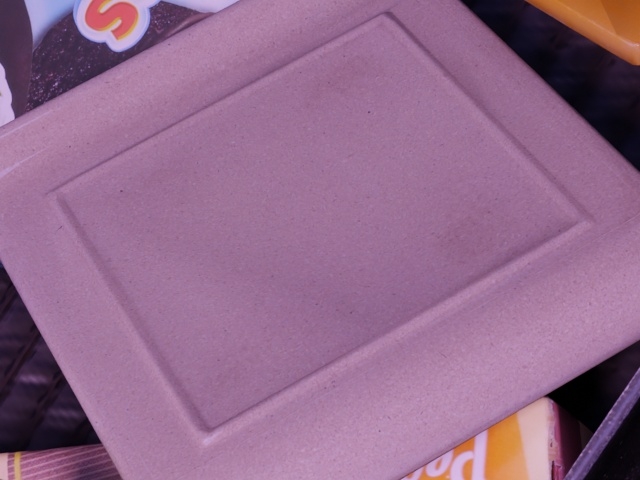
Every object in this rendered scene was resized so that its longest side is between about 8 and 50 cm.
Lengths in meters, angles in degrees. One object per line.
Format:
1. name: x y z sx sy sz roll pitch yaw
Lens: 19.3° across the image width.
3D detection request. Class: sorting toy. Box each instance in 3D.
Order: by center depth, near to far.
1. sorting toy: 0.000 0.000 0.607 0.348 0.047 0.196 -29 49 -9

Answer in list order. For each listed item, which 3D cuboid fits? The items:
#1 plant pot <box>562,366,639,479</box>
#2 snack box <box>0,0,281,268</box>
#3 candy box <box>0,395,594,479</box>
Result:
1. plant pot: 0.178 0.098 0.493 0.187 0.167 0.188 33 89 28
2. snack box: -0.070 -0.141 0.737 0.187 0.060 0.322 17 80 25
3. candy box: -0.060 0.162 0.618 0.317 0.087 0.182 -8 70 20
